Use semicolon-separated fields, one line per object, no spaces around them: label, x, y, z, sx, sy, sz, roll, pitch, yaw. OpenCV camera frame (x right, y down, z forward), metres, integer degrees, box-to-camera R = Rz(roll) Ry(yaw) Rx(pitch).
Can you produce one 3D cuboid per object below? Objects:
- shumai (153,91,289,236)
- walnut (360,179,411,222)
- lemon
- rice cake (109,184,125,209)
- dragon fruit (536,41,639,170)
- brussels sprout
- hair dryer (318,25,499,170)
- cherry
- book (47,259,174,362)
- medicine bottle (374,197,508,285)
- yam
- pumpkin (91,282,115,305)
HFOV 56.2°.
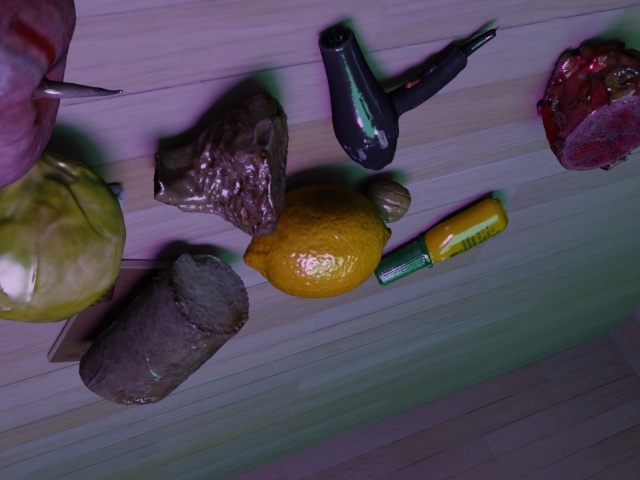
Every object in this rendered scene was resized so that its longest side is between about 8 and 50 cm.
shumai;-0.130;-0.097;0.779;0.176;0.166;0.205;6;143;-8
walnut;0.113;-0.069;1.054;0.092;0.092;0.092;-19;150;-11
lemon;0.000;0.000;0.971;0.257;0.188;0.188;-12;148;-21
rice cake;-0.350;-0.045;0.786;0.180;0.030;0.042;-11;152;-23
dragon fruit;0.477;-0.240;1.015;0.211;0.146;0.282;-21;149;11
brussels sprout;-0.330;-0.004;0.695;0.223;0.161;0.223;-16;123;-26
hair dryer;0.125;-0.239;0.824;0.272;0.091;0.235;-36;141;-6
cherry;-0.303;-0.150;0.473;0.286;0.212;0.235;8;118;-17
book;-0.343;0.135;1.097;0.217;0.021;0.310;5;139;-41
medicine bottle;0.257;0.009;1.295;0.309;0.076;0.111;-29;148;6
yam;-0.268;0.164;1.022;0.304;0.168;0.168;-43;146;26
pumpkin;-0.375;0.070;0.939;0.101;0.035;0.073;2;124;-18
